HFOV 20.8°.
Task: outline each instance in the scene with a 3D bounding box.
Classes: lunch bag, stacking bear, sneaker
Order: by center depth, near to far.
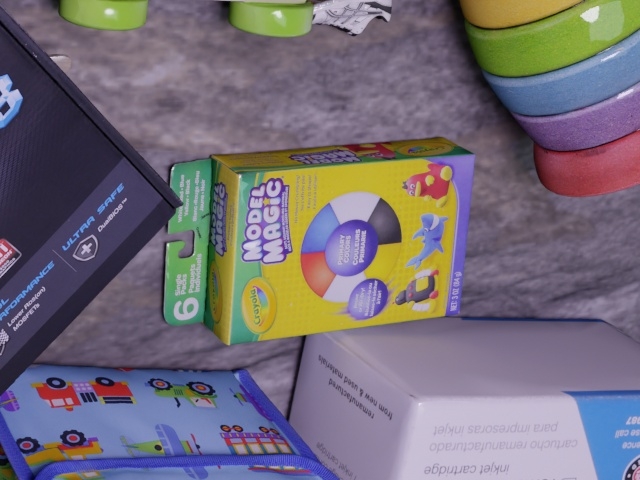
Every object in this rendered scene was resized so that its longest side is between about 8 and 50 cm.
[{"bbox_3d":[-0.095,0.194,1.112,0.221,0.293,0.138,5,107,-32],"label":"lunch bag"},{"bbox_3d":[0.015,-0.155,1.196,0.083,0.032,0.037,-20,117,-22],"label":"sneaker"},{"bbox_3d":[0.166,-0.191,1.203,0.164,0.175,0.289,-38,114,-20],"label":"stacking bear"}]

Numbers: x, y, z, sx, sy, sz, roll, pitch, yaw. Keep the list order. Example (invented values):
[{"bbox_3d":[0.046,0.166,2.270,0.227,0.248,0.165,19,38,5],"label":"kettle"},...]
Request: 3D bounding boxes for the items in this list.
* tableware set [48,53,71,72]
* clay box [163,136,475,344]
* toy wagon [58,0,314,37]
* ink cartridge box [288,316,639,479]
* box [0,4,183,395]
[{"bbox_3d":[-0.255,-0.066,1.074,0.194,0.039,0.128,-3,122,-23],"label":"tableware set"},{"bbox_3d":[0.000,0.000,1.236,0.222,0.053,0.128,-7,112,-28],"label":"clay box"},{"bbox_3d":[-0.105,-0.264,1.063,0.344,0.068,0.267,-2,110,-29],"label":"toy wagon"},{"bbox_3d":[0.110,0.268,1.337,0.285,0.166,0.395,2,109,-30],"label":"ink cartridge box"},{"bbox_3d":[-0.261,-0.004,0.990,0.295,0.073,0.293,-46,142,-6],"label":"box"}]
